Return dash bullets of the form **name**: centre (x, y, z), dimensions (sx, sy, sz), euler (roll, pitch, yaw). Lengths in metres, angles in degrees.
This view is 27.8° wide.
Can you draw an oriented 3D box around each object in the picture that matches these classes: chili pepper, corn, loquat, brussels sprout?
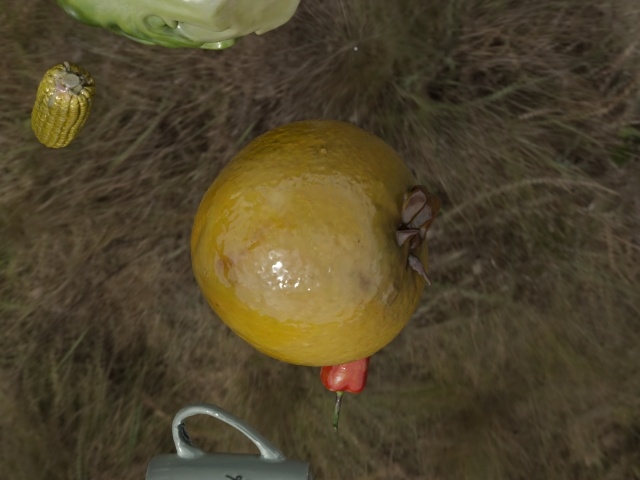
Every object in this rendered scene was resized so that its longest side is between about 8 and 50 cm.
- **chili pepper**: centre (0.045, 0.116, 1.678), dimensions (0.063, 0.071, 0.272), euler (14, 91, -20)
- **corn**: centre (-0.361, -0.188, 1.805), dimensions (0.080, 0.238, 0.080), euler (4, 78, -18)
- **loquat**: centre (0.000, 0.000, 1.397), dimensions (0.275, 0.275, 0.275), euler (0, 98, 2)
- **brussels sprout**: centre (-0.178, -0.379, 1.600), dimensions (0.355, 0.289, 0.281), euler (37, 120, 26)

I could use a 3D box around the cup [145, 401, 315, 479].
- **cup**: centre (-0.128, 0.359, 1.871), dimensions (0.234, 0.186, 0.258), euler (-7, 94, 5)
